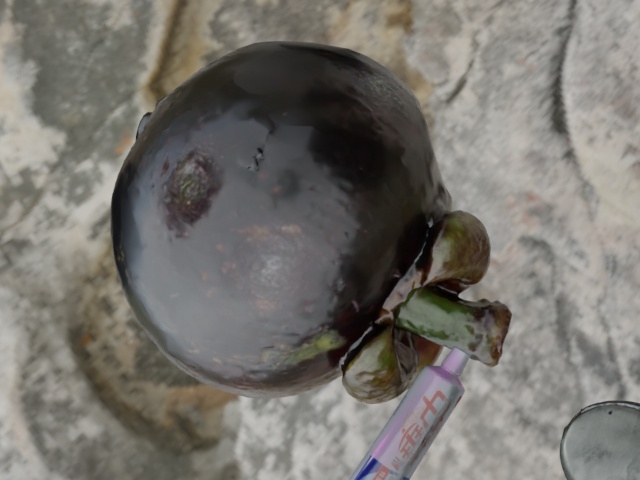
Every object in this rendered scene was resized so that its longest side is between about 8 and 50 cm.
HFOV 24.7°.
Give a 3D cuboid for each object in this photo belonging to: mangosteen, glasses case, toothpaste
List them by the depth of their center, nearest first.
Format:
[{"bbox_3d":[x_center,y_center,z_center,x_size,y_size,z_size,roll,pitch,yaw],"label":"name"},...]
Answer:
[{"bbox_3d":[0.265,0.185,0.817,0.299,0.114,0.060,34,82,-27],"label":"glasses case"},{"bbox_3d":[0.037,0.135,0.852,0.045,0.028,0.170,32,91,-19],"label":"toothpaste"},{"bbox_3d":[0.000,0.000,0.904,0.265,0.228,0.228,34,121,9],"label":"mangosteen"}]
